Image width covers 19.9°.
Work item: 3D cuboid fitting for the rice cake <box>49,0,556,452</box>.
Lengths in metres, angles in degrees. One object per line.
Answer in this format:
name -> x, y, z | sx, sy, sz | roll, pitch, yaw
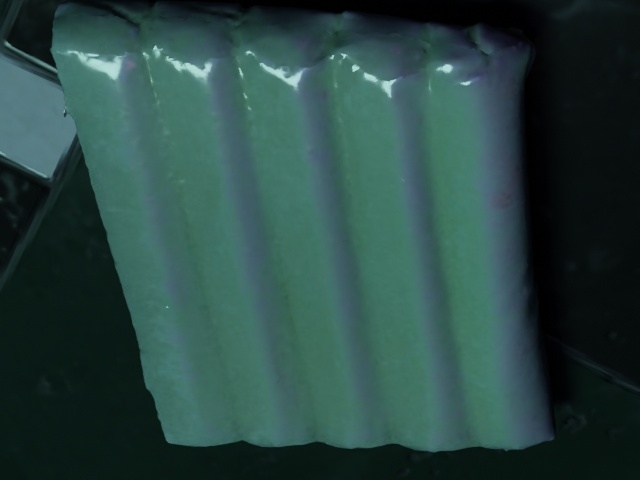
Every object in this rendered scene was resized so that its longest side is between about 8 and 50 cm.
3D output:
rice cake -> 0.000, 0.000, 0.705 | 0.189, 0.037, 0.198 | 3, 126, 7
